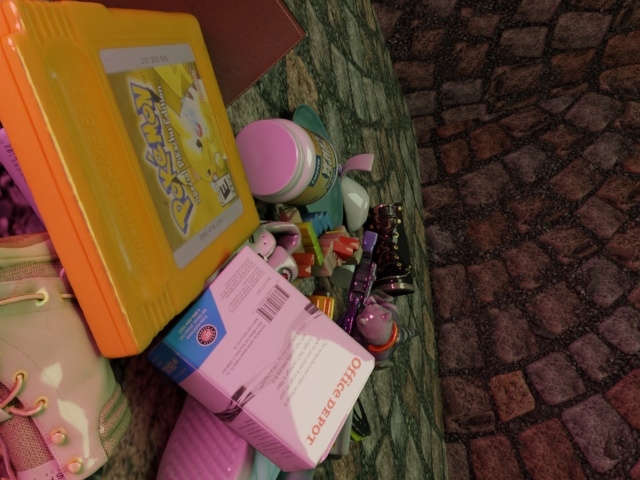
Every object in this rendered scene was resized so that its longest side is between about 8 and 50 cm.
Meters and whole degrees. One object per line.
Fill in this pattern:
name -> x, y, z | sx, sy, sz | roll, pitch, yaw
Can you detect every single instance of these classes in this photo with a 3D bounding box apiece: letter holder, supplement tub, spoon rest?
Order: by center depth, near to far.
letter holder -> -0.193, -0.325, 0.737 | 0.152, 0.214, 0.302 | 52, 9, 24
supplement tub -> -0.061, -0.136, 0.979 | 0.199, 0.144, 0.145 | -7, 86, -71
supplement tub -> 0.061, 0.056, 1.346 | 0.107, 0.070, 0.071 | -79, 151, -51
spoon rest -> 0.093, -0.130, 1.493 | 0.276, 0.084, 0.137 | 91, 13, -56

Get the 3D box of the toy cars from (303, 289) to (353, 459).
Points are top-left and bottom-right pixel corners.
toy cars -> -0.029, 0.192, 0.870 | 0.394, 0.087, 0.177 | -102, -155, -60

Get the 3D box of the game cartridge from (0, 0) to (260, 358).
game cartridge -> -0.165, -0.086, 0.559 | 0.324, 0.052, 0.286 | -63, 140, -67

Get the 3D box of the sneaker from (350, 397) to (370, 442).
sneaker -> 0.000, 0.276, 1.006 | 0.111, 0.121, 0.300 | 59, 4, -13

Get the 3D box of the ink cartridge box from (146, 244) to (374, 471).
ink cartridge box -> -0.061, 0.132, 0.611 | 0.203, 0.086, 0.148 | 43, 52, -6

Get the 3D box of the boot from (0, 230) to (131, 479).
boot -> -0.242, 0.105, 0.401 | 0.262, 0.095, 0.204 | -41, 119, -76

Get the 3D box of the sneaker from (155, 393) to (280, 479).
sneaker -> -0.098, 0.225, 0.732 | 0.366, 0.135, 0.150 | -66, 150, -47

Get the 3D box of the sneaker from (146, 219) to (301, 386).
sneaker -> -0.112, 0.055, 0.734 | 0.331, 0.146, 0.123 | -68, 144, -56

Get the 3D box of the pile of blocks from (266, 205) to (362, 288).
pile of blocks -> 0.000, 0.000, 1.056 | 0.362, 0.112, 0.149 | -22, 107, -64

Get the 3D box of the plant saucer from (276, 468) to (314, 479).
plant saucer -> -0.071, 0.363, 0.717 | 0.195, 0.037, 0.195 | -59, -179, 2

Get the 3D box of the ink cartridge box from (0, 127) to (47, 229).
ink cartridge box -> -0.226, -0.082, 0.613 | 0.232, 0.066, 0.189 | -67, 142, -52

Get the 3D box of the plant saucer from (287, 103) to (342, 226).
plant saucer -> -0.018, -0.153, 1.276 | 0.317, 0.043, 0.318 | -11, 90, -71

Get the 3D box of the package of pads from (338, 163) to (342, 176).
package of pads -> 0.037, -0.182, 1.469 | 0.083, 0.031, 0.050 | -1, 78, -71

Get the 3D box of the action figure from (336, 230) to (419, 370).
action figure -> 0.140, 0.164, 1.253 | 0.330, 0.178, 0.342 | 33, 70, -77

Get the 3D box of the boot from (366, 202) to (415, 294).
boot -> 0.208, 0.029, 1.685 | 0.377, 0.138, 0.285 | 4, 77, -75
